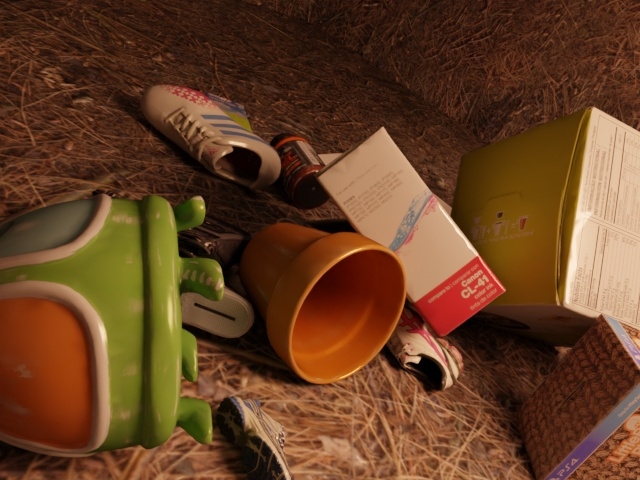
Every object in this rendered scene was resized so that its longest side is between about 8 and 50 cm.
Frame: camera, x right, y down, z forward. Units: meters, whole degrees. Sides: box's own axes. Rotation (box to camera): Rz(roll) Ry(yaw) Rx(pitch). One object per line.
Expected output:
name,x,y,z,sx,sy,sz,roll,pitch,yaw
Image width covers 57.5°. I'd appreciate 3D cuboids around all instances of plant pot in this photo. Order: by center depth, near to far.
plant pot,-0.016,0.066,0.832,0.205,0.205,0.188,3,20,-43

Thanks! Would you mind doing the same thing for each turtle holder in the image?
turtle holder,-0.228,0.053,0.571,0.227,0.243,0.320,-1,44,-18

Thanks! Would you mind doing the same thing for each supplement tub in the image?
supplement tub,-0.050,-0.161,1.288,0.106,0.106,0.198,10,31,-34

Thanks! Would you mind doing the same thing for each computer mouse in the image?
computer mouse,-0.192,0.001,0.838,0.188,0.072,0.272,23,4,15

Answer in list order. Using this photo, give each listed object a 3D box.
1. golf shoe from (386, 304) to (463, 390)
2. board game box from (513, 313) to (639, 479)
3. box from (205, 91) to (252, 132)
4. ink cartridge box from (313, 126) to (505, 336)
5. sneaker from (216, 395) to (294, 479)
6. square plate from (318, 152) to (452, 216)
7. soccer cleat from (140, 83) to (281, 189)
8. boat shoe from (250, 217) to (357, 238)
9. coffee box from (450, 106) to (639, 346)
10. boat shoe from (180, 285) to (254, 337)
golf shoe,0.143,0.163,0.936,0.186,0.067,0.086,37,28,16
board game box,0.494,0.285,0.881,0.291,0.232,0.141,23,27,-11
box,-0.229,-0.294,1.418,0.109,0.042,0.178,16,28,-26
ink cartridge box,0.137,-0.021,0.945,0.306,0.131,0.226,54,7,-4
sneaker,-0.058,0.223,0.644,0.058,0.052,0.135,6,34,-46
square plate,0.180,-0.114,1.498,0.347,0.049,0.344,41,29,23
soccer cleat,-0.231,-0.213,1.183,0.331,0.116,0.143,29,25,0
boat shoe,0.002,0.002,1.045,0.320,0.103,0.118,2,37,-44
coffee box,0.463,0.008,1.090,0.334,0.338,0.338,19,-14,-21
boat shoe,-0.195,0.069,0.777,0.226,0.083,0.076,28,-2,-1
